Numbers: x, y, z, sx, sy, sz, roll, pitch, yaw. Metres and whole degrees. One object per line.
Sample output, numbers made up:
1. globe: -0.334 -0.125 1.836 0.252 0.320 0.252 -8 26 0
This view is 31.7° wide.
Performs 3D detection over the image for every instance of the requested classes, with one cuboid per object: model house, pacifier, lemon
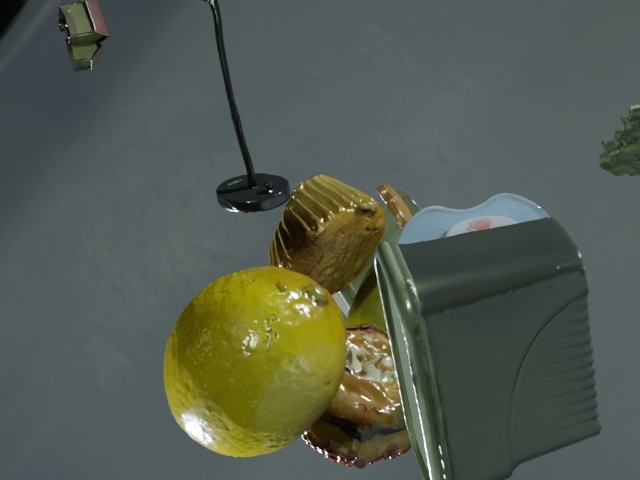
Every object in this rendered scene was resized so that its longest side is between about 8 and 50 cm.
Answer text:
1. model house: -0.324 -0.285 1.558 0.058 0.083 0.057 -16 -18 -20
2. pacifier: 0.264 0.051 1.894 0.287 0.238 0.226 -14 -9 -5
3. lemon: -0.086 0.156 1.469 0.263 0.236 0.236 -55 -1 3

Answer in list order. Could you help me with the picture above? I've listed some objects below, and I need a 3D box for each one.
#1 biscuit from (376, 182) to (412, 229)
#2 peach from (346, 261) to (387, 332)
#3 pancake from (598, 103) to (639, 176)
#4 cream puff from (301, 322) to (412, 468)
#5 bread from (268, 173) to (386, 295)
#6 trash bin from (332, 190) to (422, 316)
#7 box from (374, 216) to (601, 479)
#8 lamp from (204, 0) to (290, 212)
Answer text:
1. biscuit: 0.145 -0.062 2.102 0.023 0.118 0.140 -34 36 11
2. peach: 0.193 0.177 2.141 0.315 0.314 0.281 -48 -1 41
3. pancake: 0.468 -0.142 1.644 0.129 0.116 0.022 -55 30 34
4. cream puff: 0.053 0.245 1.729 0.240 0.240 0.164 -49 -17 -54
5. bread: 0.001 0.004 1.940 0.240 0.139 0.240 -40 -23 -21
6. trash bin: 0.129 0.047 2.405 0.247 0.243 0.121 -41 42 -8
7. box: 0.165 0.116 1.085 0.178 0.274 0.138 -15 32 -2
8. lamp: -0.151 -0.217 1.628 0.108 0.371 0.130 -13 13 43
